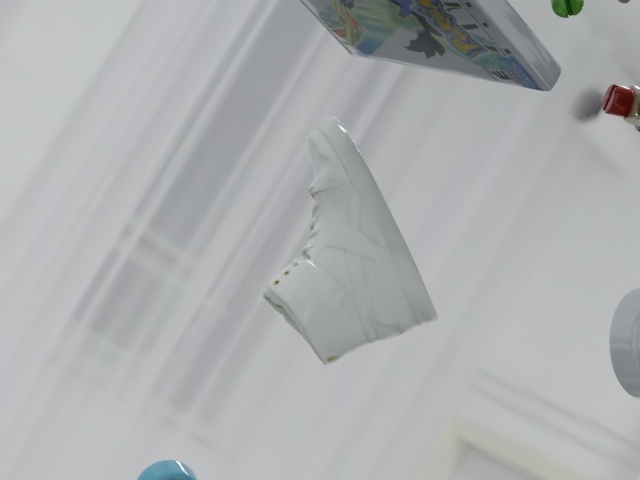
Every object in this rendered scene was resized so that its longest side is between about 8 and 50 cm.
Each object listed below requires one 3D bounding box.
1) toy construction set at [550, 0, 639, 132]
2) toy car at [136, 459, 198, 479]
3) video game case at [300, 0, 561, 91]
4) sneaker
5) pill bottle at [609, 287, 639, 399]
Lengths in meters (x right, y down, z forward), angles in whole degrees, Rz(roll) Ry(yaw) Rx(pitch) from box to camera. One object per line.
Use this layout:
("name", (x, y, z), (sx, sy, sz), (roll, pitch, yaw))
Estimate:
("toy construction set", (0.384, -0.187, 1.986), (0.309, 0.257, 0.237), (34, 29, -25))
("toy car", (-0.209, 0.368, 1.918), (0.219, 0.238, 0.210), (-126, -152, -61))
("video game case", (0.057, -0.274, 1.960), (0.300, 0.036, 0.329), (16, -18, 44))
("sneaker", (0.000, 0.000, 2.084), (0.108, 0.169, 0.292), (61, 4, -54))
("pill bottle", (0.480, 0.111, 2.133), (0.283, 0.161, 0.161), (-5, -32, 45))
